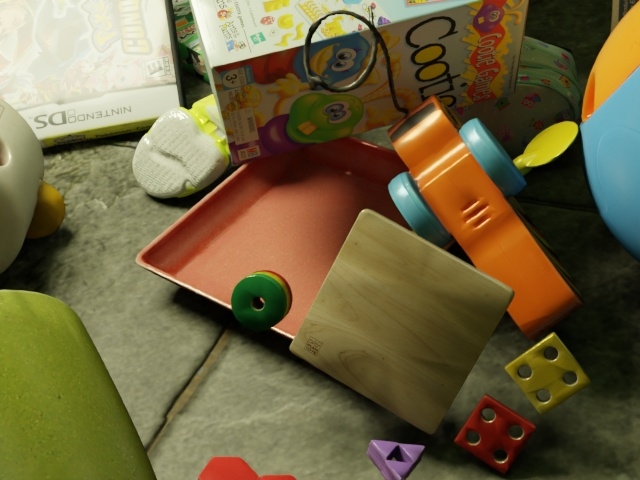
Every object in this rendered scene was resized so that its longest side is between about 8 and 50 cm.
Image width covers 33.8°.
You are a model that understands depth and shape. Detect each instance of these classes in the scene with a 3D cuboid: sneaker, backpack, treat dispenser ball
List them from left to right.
[{"bbox_3d":[-0.088,-0.123,1.134,0.240,0.091,0.126,-30,-4,26],"label":"sneaker"},{"bbox_3d":[0.176,-0.146,1.086,0.182,0.152,0.115,6,48,2],"label":"backpack"},{"bbox_3d":[0.356,-0.090,0.852,0.288,0.288,0.288,-7,41,6],"label":"treat dispenser ball"}]

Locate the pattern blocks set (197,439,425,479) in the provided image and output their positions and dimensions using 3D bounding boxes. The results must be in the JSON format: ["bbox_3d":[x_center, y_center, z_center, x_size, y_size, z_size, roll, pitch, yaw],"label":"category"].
[{"bbox_3d":[0.074,0.250,0.670,0.285,0.026,0.325,-2,35,-19],"label":"pattern blocks set"}]

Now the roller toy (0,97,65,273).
[{"bbox_3d":[-0.381,-0.060,1.064,0.209,0.191,0.146,-7,40,6],"label":"roller toy"}]

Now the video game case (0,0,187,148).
[{"bbox_3d":[-0.299,-0.251,1.267,0.248,0.035,0.275,-10,77,2],"label":"video game case"}]

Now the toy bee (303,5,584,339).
[{"bbox_3d":[0.123,-0.066,0.898,0.195,0.298,0.162,-15,7,14],"label":"toy bee"}]

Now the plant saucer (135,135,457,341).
[{"bbox_3d":[0.000,0.000,1.018,0.258,0.048,0.259,22,50,33],"label":"plant saucer"}]

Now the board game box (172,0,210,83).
[{"bbox_3d":[-0.088,-0.332,1.419,0.317,0.046,0.213,-34,47,-25],"label":"board game box"}]

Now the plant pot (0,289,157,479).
[{"bbox_3d":[-0.191,0.230,0.657,0.275,0.275,0.293,-32,64,-22],"label":"plant pot"}]

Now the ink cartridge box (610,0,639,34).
[{"bbox_3d":[0.411,-0.303,1.156,0.088,0.193,0.234,24,51,34],"label":"ink cartridge box"}]

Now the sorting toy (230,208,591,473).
[{"bbox_3d":[0.073,0.065,0.830,0.274,0.132,0.046,30,15,9],"label":"sorting toy"}]

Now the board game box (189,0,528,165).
[{"bbox_3d":[0.030,-0.193,0.955,0.275,0.142,0.144,-15,58,-4],"label":"board game box"}]
